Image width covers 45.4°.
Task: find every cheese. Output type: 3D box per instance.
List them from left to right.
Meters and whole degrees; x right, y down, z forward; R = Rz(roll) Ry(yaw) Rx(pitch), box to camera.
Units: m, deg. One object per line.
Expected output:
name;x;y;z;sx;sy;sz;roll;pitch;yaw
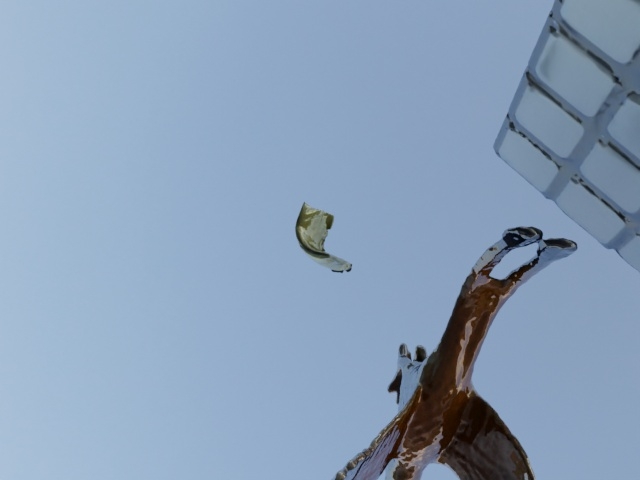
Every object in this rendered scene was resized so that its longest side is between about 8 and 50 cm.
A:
cheese;-0.001;0.000;0.897;0.041;0.060;0.084;-31;-118;24

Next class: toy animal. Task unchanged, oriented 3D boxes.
toy animal;0.106;0.122;0.703;0.224;0.302;0.285;16;-89;-6

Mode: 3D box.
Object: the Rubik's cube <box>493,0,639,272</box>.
Rubik's cube;0.410;-0.151;0.671;0.337;0.344;0.344;43;-101;15
